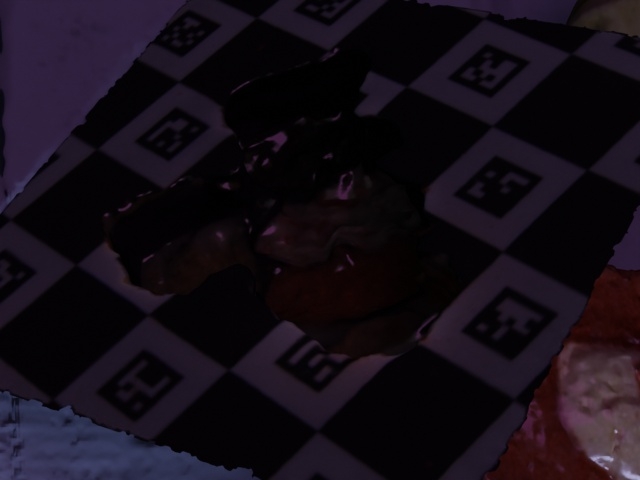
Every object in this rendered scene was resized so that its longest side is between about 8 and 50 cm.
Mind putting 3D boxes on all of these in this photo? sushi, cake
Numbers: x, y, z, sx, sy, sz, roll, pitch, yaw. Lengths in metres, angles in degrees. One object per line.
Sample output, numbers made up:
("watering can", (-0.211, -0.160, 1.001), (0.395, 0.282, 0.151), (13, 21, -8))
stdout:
("sushi", (0.000, 0.000, 0.832), (0.339, 0.068, 0.320), (13, 54, 31))
("cake", (0.156, 0.121, 0.872), (0.283, 0.151, 0.177), (10, 62, -30))

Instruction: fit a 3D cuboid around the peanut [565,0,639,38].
("peanut", (0.301, -0.128, 1.038), (0.325, 0.153, 0.140), (1, 85, -32))
